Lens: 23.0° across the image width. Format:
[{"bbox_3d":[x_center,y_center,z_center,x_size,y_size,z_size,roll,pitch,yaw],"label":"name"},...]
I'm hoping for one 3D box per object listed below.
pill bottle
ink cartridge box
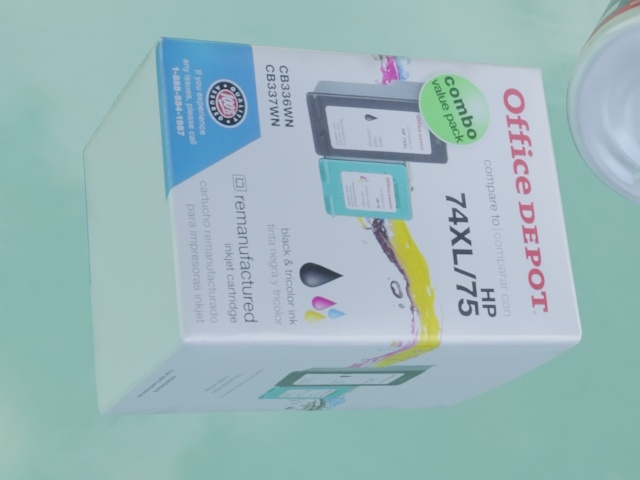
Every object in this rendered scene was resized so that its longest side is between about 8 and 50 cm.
[{"bbox_3d":[0.194,-0.100,0.780,0.180,0.108,0.108,-55,141,-51],"label":"pill bottle"},{"bbox_3d":[0.000,0.000,1.051,0.270,0.197,0.198,1,71,-23],"label":"ink cartridge box"}]
